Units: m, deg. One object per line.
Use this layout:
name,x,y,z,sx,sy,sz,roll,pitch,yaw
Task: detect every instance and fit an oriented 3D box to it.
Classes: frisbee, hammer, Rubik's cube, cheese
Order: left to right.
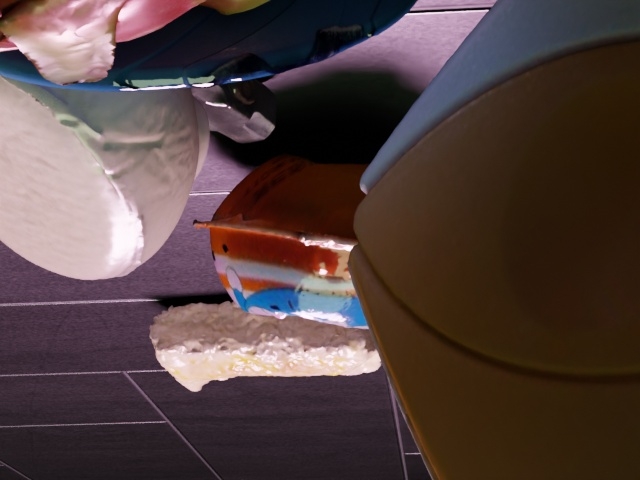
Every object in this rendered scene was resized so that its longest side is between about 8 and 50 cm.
hammer,-0.215,-0.084,1.140,0.365,0.043,0.111,-8,162,25
frisbee,-0.069,-0.138,0.757,0.242,0.242,0.045,-1,120,2
cheese,0.000,0.000,1.275,0.217,0.129,0.329,9,179,-11
Rubik's cube,0.264,0.025,0.830,0.352,0.347,0.352,14,126,-33

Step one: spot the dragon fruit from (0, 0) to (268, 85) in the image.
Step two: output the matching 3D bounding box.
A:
dragon fruit,-0.108,-0.171,0.606,0.224,0.224,0.227,-1,172,1

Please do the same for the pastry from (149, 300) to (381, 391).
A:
pastry,-0.055,0.105,1.660,0.258,0.089,0.121,-8,165,18

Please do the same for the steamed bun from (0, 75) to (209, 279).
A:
steamed bun,-0.154,-0.078,0.972,0.177,0.130,0.228,19,148,22
